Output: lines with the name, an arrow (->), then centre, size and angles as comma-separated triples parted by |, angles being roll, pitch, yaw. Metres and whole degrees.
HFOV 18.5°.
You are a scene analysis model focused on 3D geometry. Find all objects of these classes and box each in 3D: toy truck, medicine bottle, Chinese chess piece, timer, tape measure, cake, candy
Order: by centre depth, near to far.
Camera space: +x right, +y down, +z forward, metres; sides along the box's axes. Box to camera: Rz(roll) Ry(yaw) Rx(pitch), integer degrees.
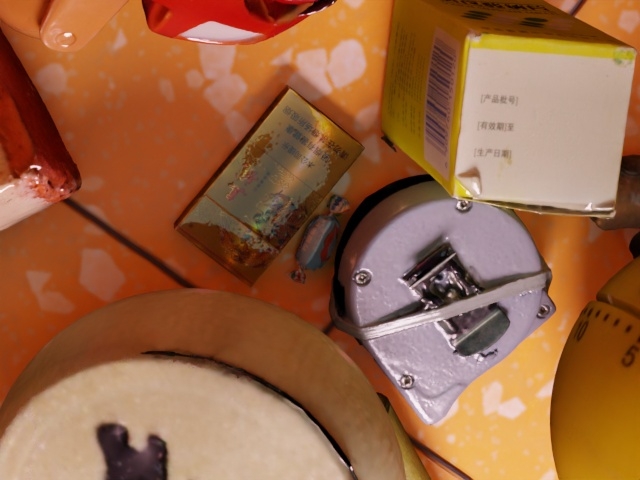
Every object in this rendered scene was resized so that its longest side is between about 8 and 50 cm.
toy truck -> -0.124, -0.234, 1.523 | 0.265, 0.189, 0.239 | 16, 138, -31
cake -> -0.314, -0.108, 1.527 | 0.158, 0.159, 0.262 | -29, 105, 1
medicine bottle -> 0.142, -0.116, 1.558 | 0.137, 0.250, 0.141 | 1, 106, -11
Chinese chess piece -> -0.104, 0.212, 1.598 | 0.349, 0.146, 0.349 | 4, 111, 10
timer -> 0.382, 0.115, 1.617 | 0.376, 0.376, 0.387 | 38, 87, -16
tape measure -> 0.099, 0.037, 1.662 | 0.182, 0.107, 0.181 | -43, 113, 5
candy -> 0.001, 0.000, 1.675 | 0.020, 0.030, 0.083 | 25, 94, -46

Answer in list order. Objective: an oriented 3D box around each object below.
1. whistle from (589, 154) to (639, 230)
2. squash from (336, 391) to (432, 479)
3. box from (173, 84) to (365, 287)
whistle -> 0.391, -0.042, 1.716 | 0.326, 0.057, 0.068 | 1, 106, -10
squash -> 0.074, 0.239, 1.726 | 0.094, 0.094, 0.224 | -35, 114, 0
box -> -0.044, -0.045, 1.658 | 0.089, 0.022, 0.156 | 40, 94, -16
